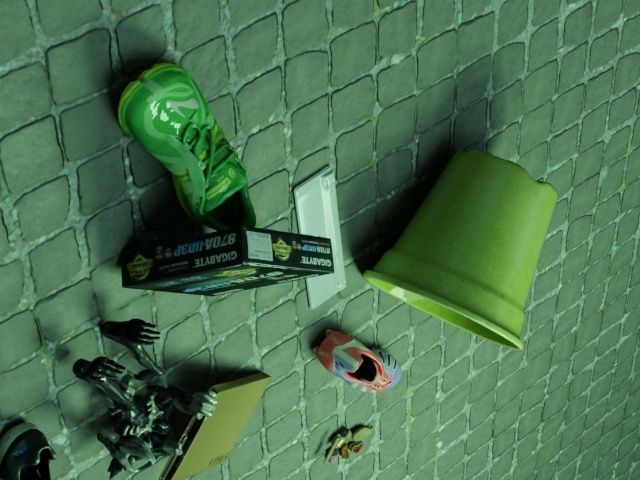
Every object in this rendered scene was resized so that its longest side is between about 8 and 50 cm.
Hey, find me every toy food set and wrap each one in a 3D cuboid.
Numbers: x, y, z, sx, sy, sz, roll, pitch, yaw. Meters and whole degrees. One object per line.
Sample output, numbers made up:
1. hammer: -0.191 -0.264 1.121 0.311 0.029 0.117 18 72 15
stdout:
1. toy food set: 0.043 0.364 2.254 0.122 0.019 0.078 3 117 -58

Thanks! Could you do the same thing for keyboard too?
1. keyboard: 0.000 0.000 1.912 0.072 0.014 0.256 -30 138 -22

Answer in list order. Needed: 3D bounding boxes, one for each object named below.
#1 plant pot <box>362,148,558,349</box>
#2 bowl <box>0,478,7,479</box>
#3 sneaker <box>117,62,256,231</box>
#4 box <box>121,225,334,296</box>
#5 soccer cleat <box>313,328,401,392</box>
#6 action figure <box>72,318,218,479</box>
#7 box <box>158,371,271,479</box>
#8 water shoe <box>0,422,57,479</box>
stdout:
1. plant pot: 0.244 0.002 2.004 0.276 0.276 0.254 32 82 -54
2. bowl: -0.499 0.386 1.516 0.156 0.289 0.289 34 92 -11
3. sneaker: -0.147 -0.107 1.559 0.109 0.123 0.295 -45 143 -11
4. box: -0.121 0.029 1.638 0.175 0.220 0.051 9 74 -52
5. soccer cleat: 0.079 0.216 2.105 0.083 0.095 0.248 -54 144 0
6. action figure: -0.238 0.239 1.733 0.164 0.141 0.275 -48 144 -28
7. box: -0.154 0.279 1.904 0.164 0.021 0.201 -62 162 11
8. water shoe: -0.402 0.340 1.678 0.073 0.080 0.203 -12 127 -42
